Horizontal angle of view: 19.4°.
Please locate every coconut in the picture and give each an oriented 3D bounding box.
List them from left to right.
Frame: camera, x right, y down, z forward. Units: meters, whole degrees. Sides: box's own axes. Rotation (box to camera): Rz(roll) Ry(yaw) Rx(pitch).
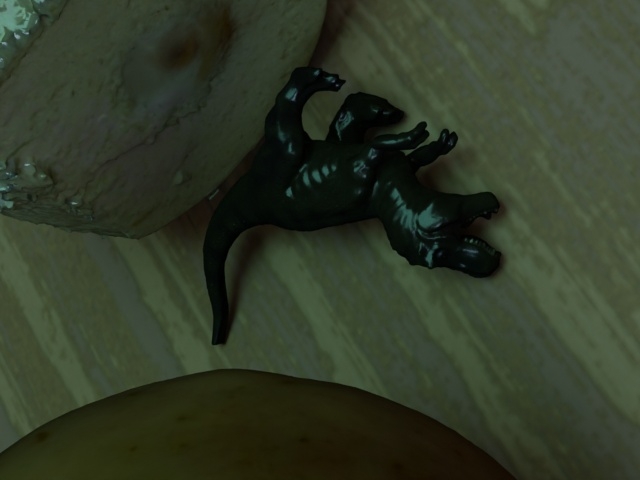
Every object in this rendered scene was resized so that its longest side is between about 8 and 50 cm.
[{"bbox_3d":[-0.160,-0.162,1.107,0.254,0.297,0.297,41,105,27],"label":"coconut"}]

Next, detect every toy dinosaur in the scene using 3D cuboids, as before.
[{"bbox_3d":[0.000,0.000,1.058,0.187,0.087,0.179,26,94,42],"label":"toy dinosaur"}]

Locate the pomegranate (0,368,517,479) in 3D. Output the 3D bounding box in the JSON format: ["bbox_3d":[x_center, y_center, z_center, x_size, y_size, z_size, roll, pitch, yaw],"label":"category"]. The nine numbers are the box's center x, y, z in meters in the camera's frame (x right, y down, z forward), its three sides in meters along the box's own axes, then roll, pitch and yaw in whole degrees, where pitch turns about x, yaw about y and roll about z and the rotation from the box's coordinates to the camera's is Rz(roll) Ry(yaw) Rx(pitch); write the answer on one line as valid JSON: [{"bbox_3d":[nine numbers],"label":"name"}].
[{"bbox_3d":[-0.040,0.261,0.828,0.411,0.411,0.411,-12,71,37],"label":"pomegranate"}]
